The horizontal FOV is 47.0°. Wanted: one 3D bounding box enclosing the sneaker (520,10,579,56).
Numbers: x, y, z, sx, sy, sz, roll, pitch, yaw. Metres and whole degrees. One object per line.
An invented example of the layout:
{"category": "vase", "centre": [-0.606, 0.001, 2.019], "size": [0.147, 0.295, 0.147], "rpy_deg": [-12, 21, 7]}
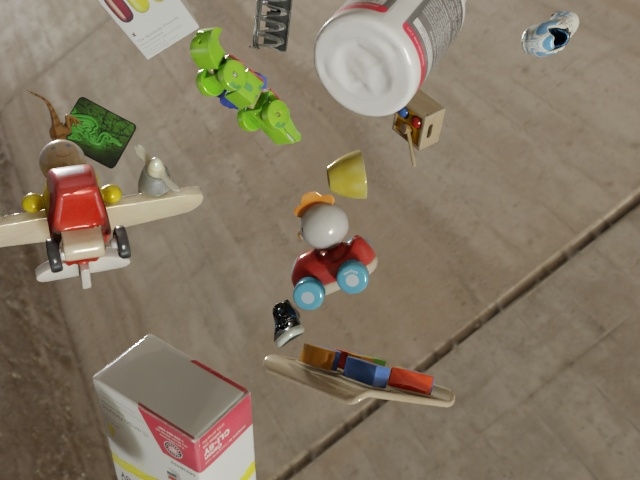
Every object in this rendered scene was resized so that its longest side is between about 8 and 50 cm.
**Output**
{"category": "sneaker", "centre": [0.545, -0.472, 1.690], "size": [0.086, 0.237, 0.085], "rpy_deg": [22, -52, 33]}

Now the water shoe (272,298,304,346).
{"category": "water shoe", "centre": [-0.084, 0.182, 1.652], "size": [0.080, 0.073, 0.203], "rpy_deg": [57, 0, -2]}

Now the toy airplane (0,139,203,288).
{"category": "toy airplane", "centre": [-0.475, -0.057, 1.427], "size": [0.386, 0.384, 0.273], "rpy_deg": [-1, 74, -64]}

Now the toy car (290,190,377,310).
{"category": "toy car", "centre": [0.000, 0.000, 1.716], "size": [0.219, 0.210, 0.238], "rpy_deg": [-67, 133, -71]}

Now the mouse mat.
{"category": "mouse mat", "centre": [-0.658, -0.317, 2.166], "size": [0.189, 0.153, 0.007], "rpy_deg": [27, -5, -4]}

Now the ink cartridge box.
{"category": "ink cartridge box", "centre": [-0.284, 0.425, 1.499], "size": [0.279, 0.160, 0.385], "rpy_deg": [22, -49, 28]}

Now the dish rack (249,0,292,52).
{"category": "dish rack", "centre": [-0.120, -0.573, 1.836], "size": [0.271, 0.074, 0.208], "rpy_deg": [-77, 174, -73]}

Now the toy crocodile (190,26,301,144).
{"category": "toy crocodile", "centre": [-0.165, -0.335, 1.661], "size": [0.115, 0.105, 0.340], "rpy_deg": [0, -33, 48]}

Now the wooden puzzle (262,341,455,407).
{"category": "wooden puzzle", "centre": [0.093, 0.303, 1.696], "size": [0.347, 0.081, 0.322], "rpy_deg": [12, -1, -43]}

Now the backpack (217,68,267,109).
{"category": "backpack", "centre": [-0.203, -0.391, 1.924], "size": [0.120, 0.101, 0.098], "rpy_deg": [9, -15, -29]}

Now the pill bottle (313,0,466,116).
{"category": "pill bottle", "centre": [0.133, -0.358, 1.212], "size": [0.176, 0.319, 0.176], "rpy_deg": [20, -41, 19]}

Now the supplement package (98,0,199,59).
{"category": "supplement package", "centre": [-0.376, -0.514, 1.487], "size": [0.134, 0.139, 0.244], "rpy_deg": [63, 7, 32]}

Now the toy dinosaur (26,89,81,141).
{"category": "toy dinosaur", "centre": [-0.584, -0.250, 1.640], "size": [0.112, 0.064, 0.212], "rpy_deg": [-82, 173, -60]}

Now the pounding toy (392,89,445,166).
{"category": "pounding toy", "centre": [0.248, -0.295, 1.922], "size": [0.130, 0.100, 0.141], "rpy_deg": [45, -32, 31]}

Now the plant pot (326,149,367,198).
{"category": "plant pot", "centre": [0.068, -0.172, 1.983], "size": [0.134, 0.095, 0.134], "rpy_deg": [172, -90, -87]}
